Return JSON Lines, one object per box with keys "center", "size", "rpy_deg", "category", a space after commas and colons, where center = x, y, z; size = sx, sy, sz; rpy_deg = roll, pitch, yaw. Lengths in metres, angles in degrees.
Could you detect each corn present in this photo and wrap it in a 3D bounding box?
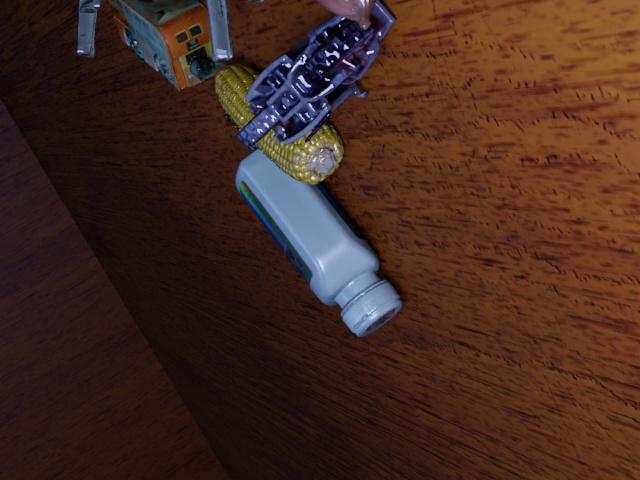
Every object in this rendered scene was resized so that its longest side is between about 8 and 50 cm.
{"center": [-0.049, -0.127, 1.246], "size": [0.203, 0.072, 0.072], "rpy_deg": [43, 158, 41], "category": "corn"}

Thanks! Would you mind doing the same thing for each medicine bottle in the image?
{"center": [0.000, 0.000, 1.308], "size": [0.229, 0.083, 0.121], "rpy_deg": [52, 175, 14], "category": "medicine bottle"}

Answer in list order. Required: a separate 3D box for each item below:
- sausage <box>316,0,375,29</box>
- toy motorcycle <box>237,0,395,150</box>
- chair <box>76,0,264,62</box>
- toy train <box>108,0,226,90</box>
{"center": [-0.071, -0.350, 0.884], "size": [0.433, 0.088, 0.088], "rpy_deg": [60, 163, -7], "category": "sausage"}
{"center": [0.003, -0.145, 1.024], "size": [0.080, 0.122, 0.215], "rpy_deg": [48, 150, -5], "category": "toy motorcycle"}
{"center": [-0.167, -0.315, 1.050], "size": [0.203, 0.190, 0.275], "rpy_deg": [142, 123, -73], "category": "chair"}
{"center": [-0.182, -0.252, 1.391], "size": [0.188, 0.072, 0.099], "rpy_deg": [41, 151, 44], "category": "toy train"}
